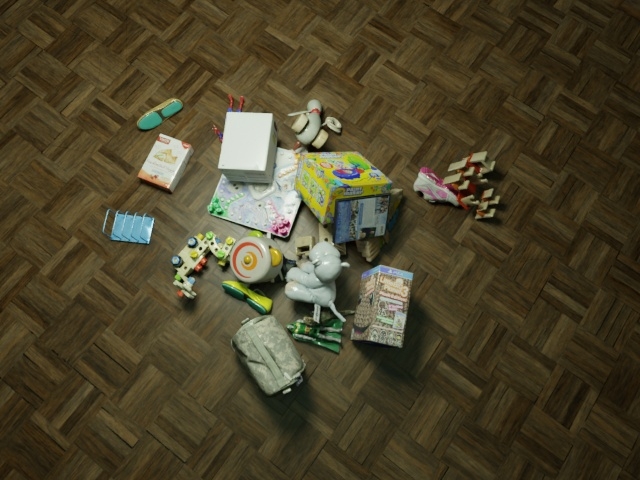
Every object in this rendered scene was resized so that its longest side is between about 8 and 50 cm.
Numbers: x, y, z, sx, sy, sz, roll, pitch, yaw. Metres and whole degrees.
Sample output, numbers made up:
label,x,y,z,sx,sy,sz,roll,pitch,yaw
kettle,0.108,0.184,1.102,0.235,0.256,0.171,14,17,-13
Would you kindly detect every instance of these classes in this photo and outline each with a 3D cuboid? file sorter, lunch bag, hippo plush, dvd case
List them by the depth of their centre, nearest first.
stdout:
label,x,y,z,sx,sy,sz,roll,pitch,yaw
lunch bag,-0.200,0.445,1.661,0.212,0.256,0.305,-33,78,-9
dvd case,0.163,-0.090,1.704,0.252,0.022,0.181,-10,116,-28
hippo plush,-0.018,0.138,1.709,0.234,0.237,0.294,1,44,-12
file sorter,-0.828,-0.062,1.864,0.170,0.104,0.118,6,75,0

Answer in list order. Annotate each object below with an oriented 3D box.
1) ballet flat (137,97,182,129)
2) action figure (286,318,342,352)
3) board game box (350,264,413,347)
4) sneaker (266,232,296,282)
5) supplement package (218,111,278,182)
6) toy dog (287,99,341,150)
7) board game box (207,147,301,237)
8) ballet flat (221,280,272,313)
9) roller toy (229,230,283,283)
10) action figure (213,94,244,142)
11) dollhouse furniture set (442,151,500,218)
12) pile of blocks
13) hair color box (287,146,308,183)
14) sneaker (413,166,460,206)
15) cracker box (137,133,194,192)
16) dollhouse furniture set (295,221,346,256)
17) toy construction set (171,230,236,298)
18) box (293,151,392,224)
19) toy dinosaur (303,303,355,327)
label,x,y,z,sx,sy,sz,roll,pitch,yaw
ballet flat,-0.761,-0.599,2.039,0.232,0.080,0.073,-32,50,-12
action figure,-0.028,0.375,1.785,0.232,0.063,0.137,9,69,1
board game box,0.240,0.269,1.720,0.141,0.232,0.291,14,74,-9
sneaker,-0.167,0.069,1.862,0.121,0.079,0.217,-6,83,-6
supplement package,-0.305,-0.399,1.861,0.203,0.145,0.262,4,78,7
toy dog,-0.058,-0.510,1.960,0.220,0.334,0.161,47,120,-5
board game box,-0.266,-0.250,1.922,0.389,0.050,0.390,17,79,10
ballet flat,-0.303,0.224,1.822,0.230,0.077,0.077,31,55,4
roller toy,-0.262,0.080,1.755,0.209,0.146,0.191,36,102,20
action figure,-0.422,-0.558,1.995,0.091,0.139,0.281,7,77,2
dollhouse furniture set,0.666,-0.258,1.912,0.262,0.135,0.259,38,66,-25
pile of blocks,0.248,-0.079,1.901,0.112,0.149,0.362,15,65,36
hair color box,-0.090,-0.338,1.980,0.093,0.053,0.167,-12,77,-2
sneaker,0.524,-0.222,1.946,0.252,0.111,0.103,32,37,-10
cracker box,-0.701,-0.352,1.965,0.155,0.067,0.232,20,75,4
dollhouse furniture set,0.000,0.000,1.875,0.183,0.129,0.129,-10,72,27
toy construction set,-0.498,0.094,1.816,0.215,0.151,0.328,38,66,8
box,0.084,-0.226,1.785,0.289,0.177,0.279,-9,40,-29
toy dinosaur,0.026,0.288,1.794,0.268,0.064,0.118,-9,58,-30
